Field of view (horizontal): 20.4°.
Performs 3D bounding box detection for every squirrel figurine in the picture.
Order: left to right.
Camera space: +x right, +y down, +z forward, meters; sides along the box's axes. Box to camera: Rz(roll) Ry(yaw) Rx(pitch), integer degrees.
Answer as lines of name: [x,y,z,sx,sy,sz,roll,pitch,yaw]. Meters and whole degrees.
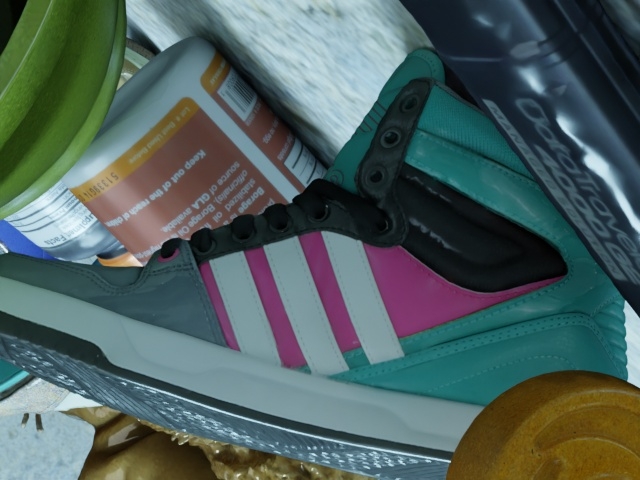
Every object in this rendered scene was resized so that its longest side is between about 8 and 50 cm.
squirrel figurine: [-0.130,0.163,1.751,0.370,0.281,0.397,60,143,15]

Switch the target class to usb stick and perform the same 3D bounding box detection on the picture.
usb stick: [0.101,-0.037,0.642,0.278,0.045,0.077,50,159,-28]

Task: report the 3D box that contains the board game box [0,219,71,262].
board game box: [-0.324,-0.120,1.575,0.291,0.141,0.232,30,162,51]

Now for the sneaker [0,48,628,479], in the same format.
sneaker: [0.000,0.000,0.779,0.295,0.178,0.124,13,164,5]

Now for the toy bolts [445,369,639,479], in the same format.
toy bolts: [0.144,0.133,0.685,0.218,0.228,0.158,63,164,-1]

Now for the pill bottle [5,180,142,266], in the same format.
pill bottle: [-0.205,-0.072,1.332,0.245,0.130,0.130,42,171,-29]

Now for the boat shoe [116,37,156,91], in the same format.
boat shoe: [-0.107,-0.058,1.217,0.068,0.072,0.190,33,164,45]

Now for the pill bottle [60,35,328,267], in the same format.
pill bottle: [-0.045,-0.006,1.061,0.216,0.121,0.121,48,168,-15]

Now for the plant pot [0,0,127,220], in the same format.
plant pot: [-0.246,-0.133,0.840,0.366,0.366,0.353,42,180,9]

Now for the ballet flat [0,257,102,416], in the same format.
ballet flat: [-0.186,0.081,1.512,0.106,0.316,0.108,37,-147,-24]
